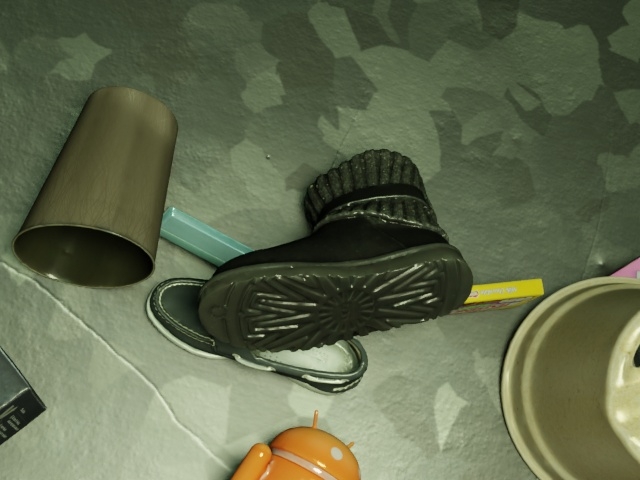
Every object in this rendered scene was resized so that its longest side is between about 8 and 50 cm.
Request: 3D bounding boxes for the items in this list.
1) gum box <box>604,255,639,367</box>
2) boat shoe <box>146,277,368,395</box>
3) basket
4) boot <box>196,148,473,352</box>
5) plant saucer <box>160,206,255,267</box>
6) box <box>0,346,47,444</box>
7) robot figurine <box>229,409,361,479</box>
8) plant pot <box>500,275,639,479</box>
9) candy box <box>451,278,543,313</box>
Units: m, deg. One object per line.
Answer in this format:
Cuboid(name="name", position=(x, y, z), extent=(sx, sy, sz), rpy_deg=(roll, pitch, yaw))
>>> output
Cuboid(name="gum box", position=(0.488, 0.125, 1.207), extent=(0.107, 0.062, 0.188), rpy_deg=(-27, 78, -19))
Cuboid(name="boat shoe", position=(-0.080, 0.113, 1.072), extent=(0.302, 0.091, 0.114), rpy_deg=(18, 67, -6))
Cuboid(name="basket", position=(-0.276, -0.073, 1.064), extent=(0.154, 0.204, 0.227), rpy_deg=(42, 48, -42))
Cuboid(name="boot", position=(0.001, 0.003, 1.058), extent=(0.348, 0.131, 0.260), rpy_deg=(-5, 40, -15))
Cuboid(name="plant saucer", position=(-0.134, 0.015, 1.120), extent=(0.192, 0.018, 0.067), rpy_deg=(29, 27, -1))
Cuboid(name="box", position=(-0.413, 0.197, 0.935), extent=(0.158, 0.156, 0.093), rpy_deg=(-38, 81, -22))
Cuboid(name="robot figurine", position=(-0.033, 0.319, 0.988), extent=(0.158, 0.128, 0.219), rpy_deg=(29, 67, 7))
Cuboid(name="plant pot", position=(0.415, 0.184, 0.997), extent=(0.334, 0.305, 0.334), rpy_deg=(0, 78, 2))
Cuboid(name="candy box", position=(0.193, 0.084, 1.135), extent=(0.206, 0.105, 0.027), rpy_deg=(-5, 78, -13))
